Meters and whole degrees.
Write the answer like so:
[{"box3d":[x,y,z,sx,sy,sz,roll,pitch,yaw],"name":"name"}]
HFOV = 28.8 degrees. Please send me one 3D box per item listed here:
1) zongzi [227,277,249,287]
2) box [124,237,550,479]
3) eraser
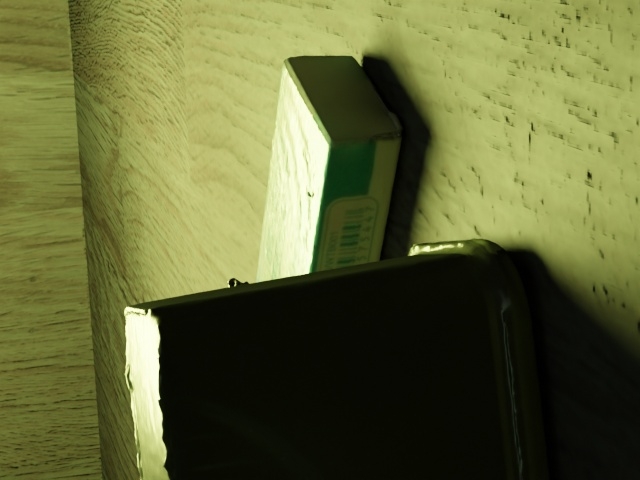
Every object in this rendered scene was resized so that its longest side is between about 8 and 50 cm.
[{"box3d":[0.000,0.126,0.744,0.160,0.078,0.176,29,132,44],"name":"zongzi"},{"box3d":[0.008,0.142,0.602,0.138,0.178,0.274,169,96,-73],"name":"box"},{"box3d":[0.000,0.000,0.794,0.095,0.052,0.225,-117,26,-45],"name":"eraser"}]
